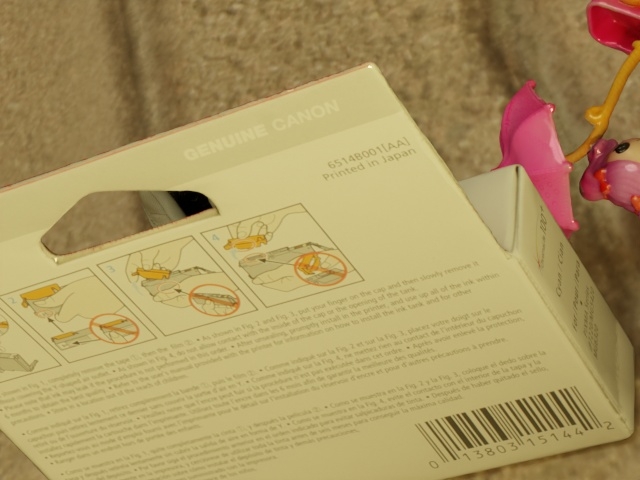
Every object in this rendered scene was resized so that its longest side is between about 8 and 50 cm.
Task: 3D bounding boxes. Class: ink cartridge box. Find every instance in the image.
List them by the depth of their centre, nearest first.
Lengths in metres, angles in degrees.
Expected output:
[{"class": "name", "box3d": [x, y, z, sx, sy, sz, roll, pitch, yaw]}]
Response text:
[{"class": "ink cartridge box", "box3d": [-0.038, 0.028, 0.893, 0.296, 0.261, 0.066, -16, 42, 25]}]

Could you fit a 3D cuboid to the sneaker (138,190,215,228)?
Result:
[{"class": "sneaker", "box3d": [0.000, 0.000, 1.011, 0.262, 0.121, 0.099, 4, 52, 41]}]

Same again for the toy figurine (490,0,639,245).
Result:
[{"class": "toy figurine", "box3d": [0.164, -0.059, 0.948, 0.173, 0.130, 0.159, 30, 70, 25]}]
